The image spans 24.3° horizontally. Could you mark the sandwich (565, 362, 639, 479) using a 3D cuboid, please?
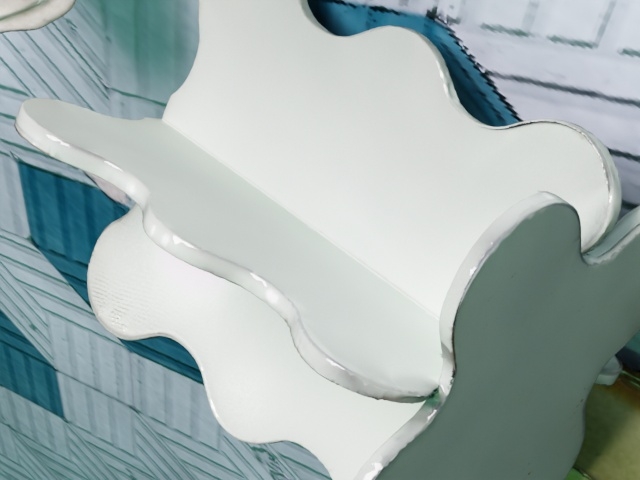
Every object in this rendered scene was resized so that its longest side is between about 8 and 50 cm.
[{"bbox_3d":[0.157,0.147,0.639,0.245,0.063,0.212,33,157,22],"label":"sandwich"}]

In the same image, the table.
[{"bbox_3d":[0.000,0.000,0.537,0.198,0.166,0.166,36,155,33],"label":"table"}]

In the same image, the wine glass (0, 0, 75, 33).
[{"bbox_3d":[-0.114,-0.162,0.453,0.156,0.156,0.232,42,158,3],"label":"wine glass"}]
